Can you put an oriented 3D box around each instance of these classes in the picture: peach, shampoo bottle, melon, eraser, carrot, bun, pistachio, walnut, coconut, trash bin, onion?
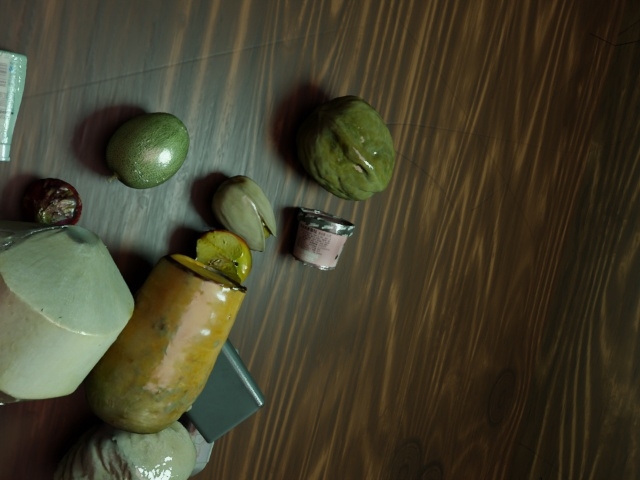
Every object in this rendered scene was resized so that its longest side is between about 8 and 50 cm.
[{"bbox_3d":[-0.218,0.044,1.276,0.118,0.151,0.151,-42,136,-74],"label":"peach"},{"bbox_3d":[-0.560,-0.235,0.988,0.069,0.041,0.191,-1,101,-46],"label":"shampoo bottle"},{"bbox_3d":[-0.348,-0.176,1.123,0.192,0.139,0.139,-45,126,-24],"label":"melon"},{"bbox_3d":[-0.289,0.423,1.374,0.089,0.061,0.352,18,89,-41],"label":"eraser"},{"bbox_3d":[-0.310,0.202,1.117,0.224,0.224,0.341,29,88,-41],"label":"carrot"},{"bbox_3d":[-0.409,0.461,1.177,0.281,0.281,0.205,-34,96,-30],"label":"bun"},{"bbox_3d":[-0.170,-0.061,1.311,0.129,0.131,0.206,-45,131,-14],"label":"pistachio"},{"bbox_3d":[0.072,-0.222,1.408,0.227,0.283,0.283,-38,128,7],"label":"walnut"},{"bbox_3d":[-0.481,0.110,0.958,0.323,0.323,0.323,-11,108,-38],"label":"coconut"},{"bbox_3d":[-0.254,0.316,1.281,0.177,0.101,0.236,-35,91,-8],"label":"trash bin"},{"bbox_3d":[-0.501,-0.065,1.054,0.107,0.097,0.107,0,99,-1],"label":"onion"}]

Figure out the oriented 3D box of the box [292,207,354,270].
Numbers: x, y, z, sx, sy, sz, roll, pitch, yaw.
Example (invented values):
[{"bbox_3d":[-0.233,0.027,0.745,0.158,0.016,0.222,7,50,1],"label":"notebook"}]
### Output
[{"bbox_3d":[0.000,0.000,1.463,0.151,0.151,0.135,7,104,-41],"label":"box"}]
